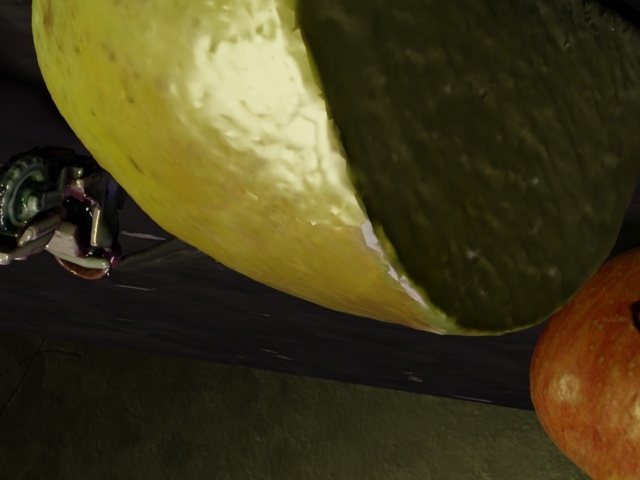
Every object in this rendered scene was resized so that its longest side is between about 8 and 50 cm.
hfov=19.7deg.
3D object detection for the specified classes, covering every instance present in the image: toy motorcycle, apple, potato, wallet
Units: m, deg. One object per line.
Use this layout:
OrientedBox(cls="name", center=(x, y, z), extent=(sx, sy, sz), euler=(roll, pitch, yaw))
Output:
OrientedBox(cls="toy motorcycle", center=(-0.215, -0.021, 1.504), extent=(0.082, 0.122, 0.213), euler=(11, -169, 20))
OrientedBox(cls="apple", center=(0.341, 0.116, 1.550), extent=(0.309, 0.250, 0.277), euler=(30, -170, 16))
OrientedBox(cls="potato", center=(-0.027, -0.063, 0.999), extent=(0.280, 0.212, 0.330), euler=(0, 163, 43))
OrientedBox(cls="wallet", center=(0.000, 0.000, 1.572), extent=(0.323, 0.041, 0.247), euler=(-6, 177, -23))
